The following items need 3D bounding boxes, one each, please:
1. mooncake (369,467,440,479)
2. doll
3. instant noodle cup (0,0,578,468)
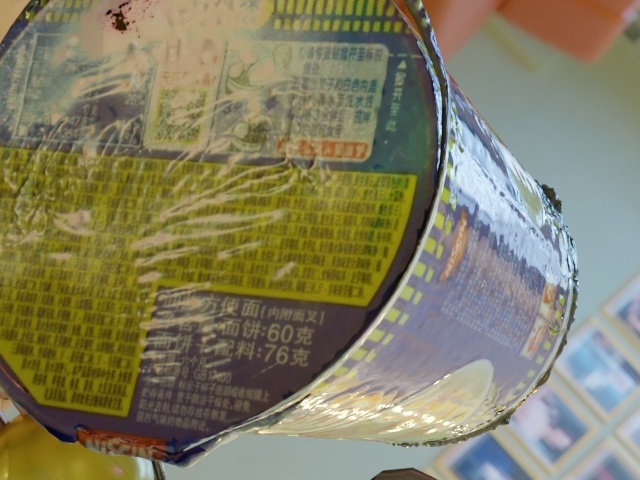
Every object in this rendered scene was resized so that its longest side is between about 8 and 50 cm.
[{"bbox_3d":[0.056,0.231,0.494,0.324,0.187,0.324,10,90,-69],"label":"mooncake"},{"bbox_3d":[-0.139,0.159,1.164,0.143,0.221,0.135,-38,-173,48],"label":"doll"},{"bbox_3d":[0.000,0.000,1.014,0.284,0.284,0.312,-44,152,11],"label":"instant noodle cup"}]
